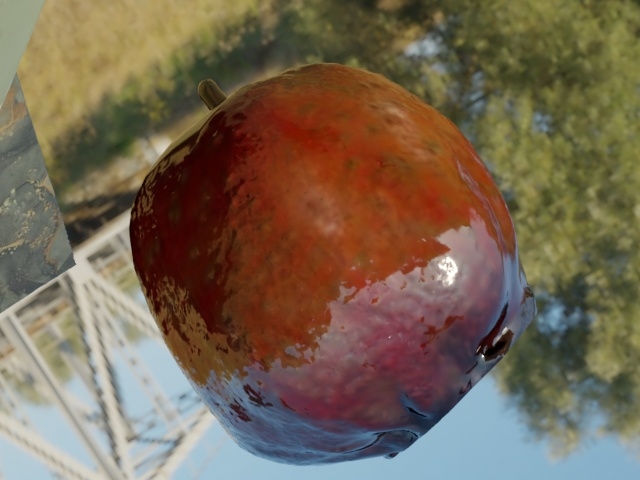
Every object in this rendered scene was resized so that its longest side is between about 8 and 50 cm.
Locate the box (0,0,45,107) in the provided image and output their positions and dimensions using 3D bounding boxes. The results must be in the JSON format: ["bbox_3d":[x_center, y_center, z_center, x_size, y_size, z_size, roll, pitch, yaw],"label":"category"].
[{"bbox_3d":[-0.368,-0.071,0.691,0.177,0.344,0.352,-118,-129,-87],"label":"box"}]

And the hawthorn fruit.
[{"bbox_3d":[0.000,0.000,0.734,0.215,0.249,0.215,-23,156,-11],"label":"hawthorn fruit"}]

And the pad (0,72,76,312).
[{"bbox_3d":[-0.362,0.035,1.036,0.367,0.007,0.247,-35,144,-24],"label":"pad"}]
